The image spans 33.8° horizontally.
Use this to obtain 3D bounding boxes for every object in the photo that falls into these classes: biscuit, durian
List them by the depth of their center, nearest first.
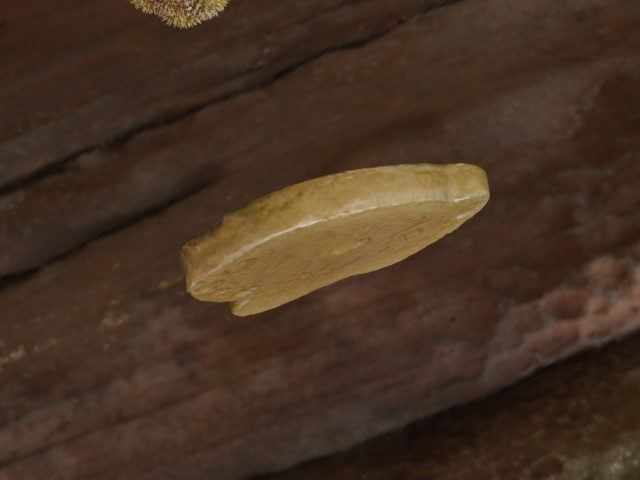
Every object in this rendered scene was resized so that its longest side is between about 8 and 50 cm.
[{"bbox_3d":[-0.001,-0.002,1.088,0.343,0.057,0.287,-10,161,-39],"label":"biscuit"},{"bbox_3d":[-0.206,-0.371,1.494,0.158,0.137,0.168,-4,-176,4],"label":"durian"}]
